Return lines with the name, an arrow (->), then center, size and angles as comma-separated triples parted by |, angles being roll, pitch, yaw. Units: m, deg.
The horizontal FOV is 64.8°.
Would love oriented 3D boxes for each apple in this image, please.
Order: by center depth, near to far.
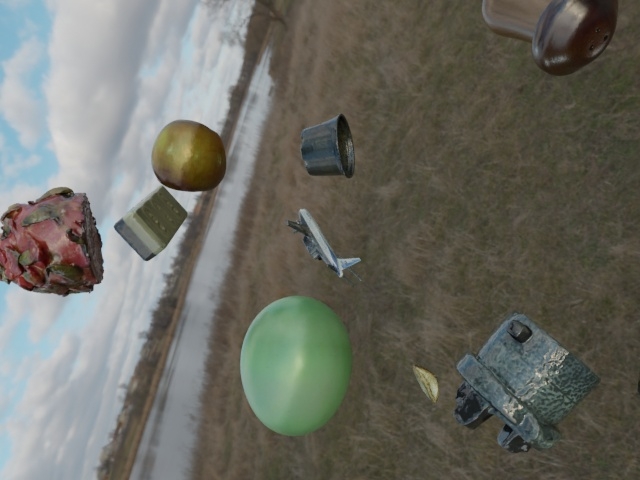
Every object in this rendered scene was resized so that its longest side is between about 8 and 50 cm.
apple -> -0.273, -0.179, 1.070 | 0.146, 0.163, 0.147 | 17, 103, 34

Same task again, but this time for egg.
egg -> -0.047, 0.244, 0.995 | 0.220, 0.220, 0.269 | -154, 64, -77

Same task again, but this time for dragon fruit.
dragon fruit -> -0.762, 0.004, 1.387 | 0.314, 0.263, 0.296 | 106, 151, -56

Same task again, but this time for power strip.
power strip -> -0.381, -0.050, 1.164 | 0.070, 0.105, 0.256 | -35, 18, 8

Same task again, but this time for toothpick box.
toothpick box -> 0.496, -0.490, 1.104 | 0.294, 0.192, 0.192 | 60, 136, 43

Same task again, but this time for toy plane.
toy plane -> -0.002, 0.003, 0.947 | 0.058, 0.226, 0.226 | -50, 40, 3

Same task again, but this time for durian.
durian -> 0.274, 0.377, 1.347 | 0.052, 0.130, 0.066 | -21, 14, 38

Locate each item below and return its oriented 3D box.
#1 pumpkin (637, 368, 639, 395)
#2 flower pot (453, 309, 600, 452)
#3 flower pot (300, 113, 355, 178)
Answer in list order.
pumpkin -> 0.661, 0.276, 0.799 | 0.280, 0.190, 0.139 | -62, -25, -68
flower pot -> 0.462, 0.346, 1.173 | 0.283, 0.299, 0.299 | -49, 16, 6
flower pot -> 0.015, -0.223, 1.239 | 0.157, 0.107, 0.157 | -8, -90, -73
